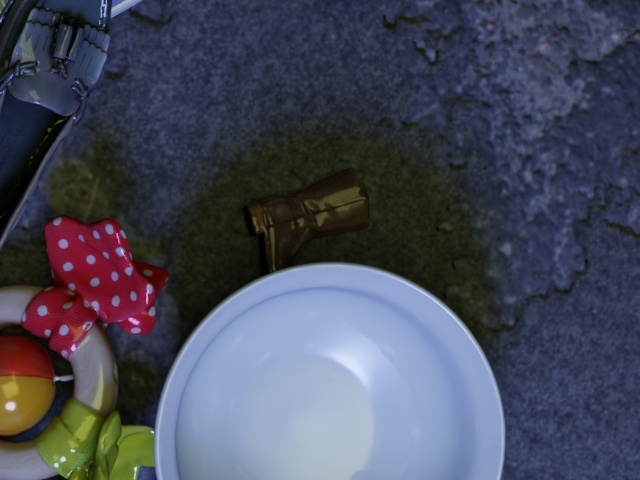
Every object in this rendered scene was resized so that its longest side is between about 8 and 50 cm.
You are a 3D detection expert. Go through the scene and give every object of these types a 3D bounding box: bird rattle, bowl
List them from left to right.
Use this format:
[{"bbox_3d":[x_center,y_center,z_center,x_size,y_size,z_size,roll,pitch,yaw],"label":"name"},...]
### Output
[{"bbox_3d":[-0.228,0.108,1.506,0.207,0.143,0.253,-5,90,3],"label":"bird rattle"},{"bbox_3d":[-0.003,0.162,1.554,0.298,0.134,0.298,-1,93,-13],"label":"bowl"}]

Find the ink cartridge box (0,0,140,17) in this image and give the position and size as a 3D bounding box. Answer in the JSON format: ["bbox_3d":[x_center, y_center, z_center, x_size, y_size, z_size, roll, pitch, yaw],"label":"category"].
[{"bbox_3d":[-0.199,-0.270,1.515,0.371,0.069,0.176,-31,99,-7],"label":"ink cartridge box"}]

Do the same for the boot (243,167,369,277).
[{"bbox_3d":[0.000,0.000,1.601,0.114,0.037,0.106,-18,98,-17],"label":"boot"}]

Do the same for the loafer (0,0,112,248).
[{"bbox_3d":[-0.229,-0.102,1.470,0.096,0.084,0.267,16,111,-32],"label":"loafer"}]
